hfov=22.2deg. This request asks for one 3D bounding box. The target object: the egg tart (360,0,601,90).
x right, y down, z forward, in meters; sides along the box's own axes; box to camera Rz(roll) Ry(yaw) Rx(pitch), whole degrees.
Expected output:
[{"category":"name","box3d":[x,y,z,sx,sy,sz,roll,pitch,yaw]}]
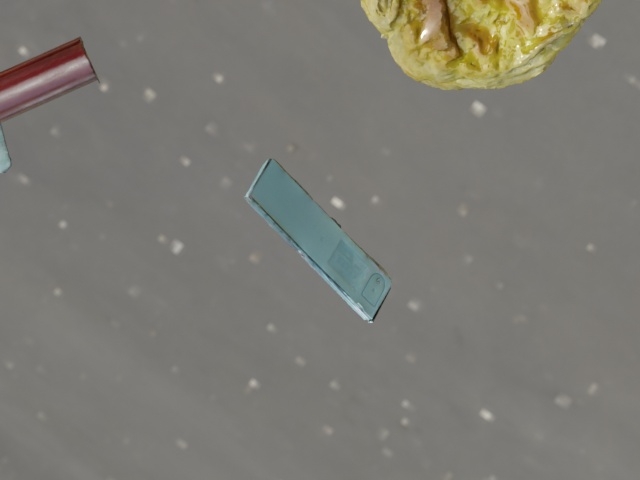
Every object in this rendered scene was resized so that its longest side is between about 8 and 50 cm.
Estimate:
[{"category":"egg tart","box3d":[0.072,-0.132,0.755,0.130,0.130,0.052,55,-173,-35]}]

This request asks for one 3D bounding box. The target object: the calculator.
[{"category":"calculator","box3d":[0.000,0.000,1.458,0.018,0.057,0.172,-21,122,44]}]

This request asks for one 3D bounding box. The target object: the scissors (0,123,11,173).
[{"category":"scissors","box3d":[-0.300,-0.209,1.218,0.193,0.029,0.447,-11,137,0]}]

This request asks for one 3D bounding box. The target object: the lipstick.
[{"category":"lipstick","box3d":[-0.201,-0.060,0.849,0.027,0.177,0.027,156,90,-85]}]
